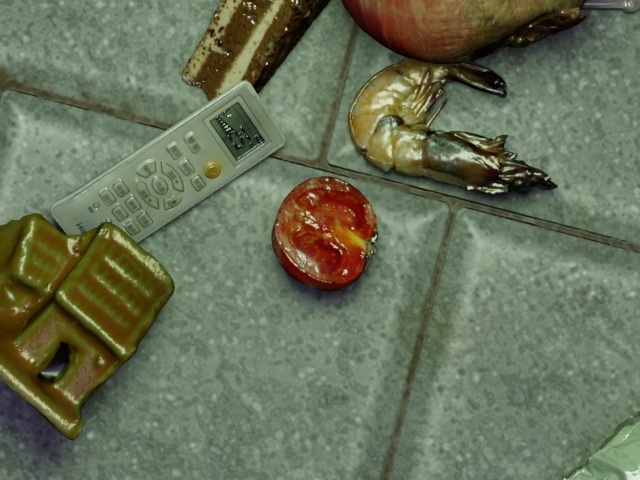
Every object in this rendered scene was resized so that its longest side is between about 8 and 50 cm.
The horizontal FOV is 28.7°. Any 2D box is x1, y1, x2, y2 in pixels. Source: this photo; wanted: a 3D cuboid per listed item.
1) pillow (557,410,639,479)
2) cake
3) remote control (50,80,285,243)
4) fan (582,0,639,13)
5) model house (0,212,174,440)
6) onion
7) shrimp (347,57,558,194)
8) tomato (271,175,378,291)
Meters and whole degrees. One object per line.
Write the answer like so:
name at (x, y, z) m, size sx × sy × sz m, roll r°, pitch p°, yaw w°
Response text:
pillow at (0.507, 0.331, 1.599) m, size 0.283 × 0.138 × 0.310 m, roll -43°, pitch 86°, yaw -4°
cake at (-0.070, -0.299, 1.676) m, size 0.112 × 0.135 × 0.246 m, roll 36°, pitch 119°, yaw 10°
remote control at (-0.204, -0.092, 1.659) m, size 0.313 × 0.055 × 0.109 m, roll -33°, pitch 119°, yaw 0°
fan at (0.287, -0.323, 1.681) m, size 0.282 × 0.023 × 0.057 m, roll -1°, pitch 80°, yaw 1°
model house at (-0.333, 0.076, 1.602) m, size 0.268 × 0.173 × 0.239 m, roll 42°, pitch 91°, yaw -1°
onion at (0.179, -0.375, 1.551) m, size 0.353 × 0.353 × 0.354 m, roll 0°, pitch 88°, yaw 1°
shrimp at (0.184, -0.157, 1.660) m, size 0.289 × 0.075 × 0.178 m, roll 14°, pitch 86°, yaw 14°
tomato at (0.000, 0.000, 1.644) m, size 0.139 × 0.091 × 0.159 m, roll 23°, pitch 62°, yaw -8°
